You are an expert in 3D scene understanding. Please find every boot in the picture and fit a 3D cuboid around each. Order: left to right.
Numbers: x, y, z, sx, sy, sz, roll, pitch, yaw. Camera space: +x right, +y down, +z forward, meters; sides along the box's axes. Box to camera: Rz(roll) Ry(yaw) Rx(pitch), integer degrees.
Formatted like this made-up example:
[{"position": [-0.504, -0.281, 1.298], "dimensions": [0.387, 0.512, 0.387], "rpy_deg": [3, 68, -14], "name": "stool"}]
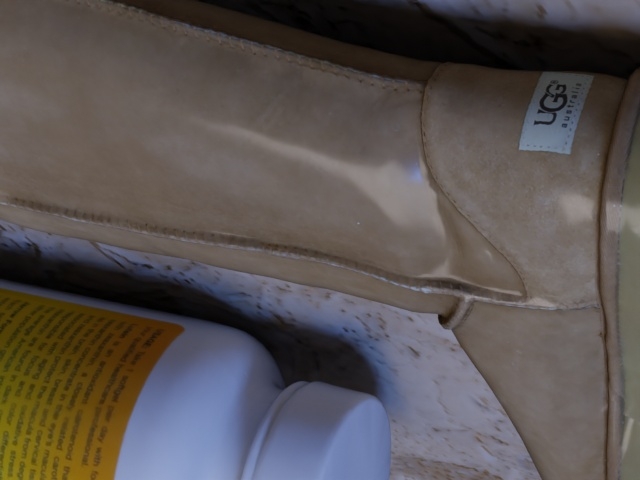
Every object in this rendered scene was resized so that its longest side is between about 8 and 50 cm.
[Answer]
[{"position": [0.000, 0.000, 0.584], "dimensions": [0.270, 0.089, 0.236], "rpy_deg": [12, 139, 19], "name": "boot"}]

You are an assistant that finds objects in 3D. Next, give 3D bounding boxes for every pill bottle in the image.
[{"position": [-0.098, 0.098, 0.755], "dimensions": [0.246, 0.136, 0.136], "rpy_deg": [10, 149, 21], "name": "pill bottle"}]
